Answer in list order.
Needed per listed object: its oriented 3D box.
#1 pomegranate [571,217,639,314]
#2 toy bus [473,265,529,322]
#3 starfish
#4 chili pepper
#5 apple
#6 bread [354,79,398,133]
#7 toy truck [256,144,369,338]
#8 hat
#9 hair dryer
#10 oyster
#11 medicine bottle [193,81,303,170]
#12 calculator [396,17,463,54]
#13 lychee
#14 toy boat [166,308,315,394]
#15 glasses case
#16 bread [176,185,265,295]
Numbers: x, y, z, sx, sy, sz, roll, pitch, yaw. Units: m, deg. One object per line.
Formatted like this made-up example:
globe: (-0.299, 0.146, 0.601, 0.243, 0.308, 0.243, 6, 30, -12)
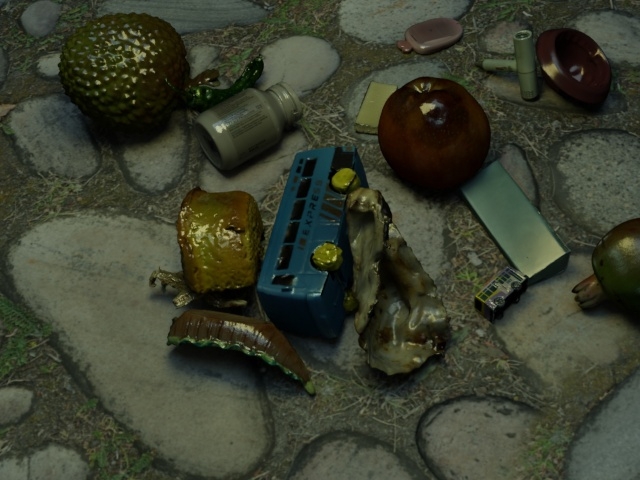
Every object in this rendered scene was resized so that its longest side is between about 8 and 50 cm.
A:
pomegranate: (0.549, 0.058, 1.648, 0.209, 0.180, 0.180, -34, 46, 26)
toy bus: (0.332, 0.096, 1.696, 0.102, 0.052, 0.058, -40, 59, -21)
starfish: (-0.222, 0.088, 1.740, 0.209, 0.053, 0.150, 20, 34, 33)
chili pepper: (-0.218, -0.326, 2.026, 0.065, 0.122, 0.279, 5, 22, 38)
apple: (0.230, -0.222, 1.853, 0.230, 0.230, 0.230, -3, 51, 4)
bread: (0.125, -0.296, 2.048, 0.068, 0.028, 0.154, 9, 52, 13)
toy truck: (0.000, 0.000, 1.749, 0.162, 0.161, 0.385, -2, 51, 19)
hat: (0.544, -0.373, 2.015, 0.205, 0.089, 0.205, 14, 57, -22)
hair dryer: (0.400, -0.403, 2.045, 0.044, 0.155, 0.183, -37, 42, -25)
oyster: (0.111, 0.069, 1.622, 0.133, 0.337, 0.198, -12, 1, 42)
medicine bottle: (-0.150, -0.253, 1.973, 0.215, 0.135, 0.135, -32, 55, -19)
calculator: (0.260, -0.486, 2.189, 0.166, 0.024, 0.103, -22, 53, -13)
lychee: (-0.409, -0.368, 2.018, 0.270, 0.270, 0.320, 32, 20, 27)
toy boat: (-0.135, 0.185, 1.648, 0.293, 0.108, 0.099, 16, 99, 14)
glasses case: (0.378, -0.032, 1.803, 0.105, 0.056, 0.266, -36, 53, 8)
bread: (-0.193, -0.023, 1.747, 0.160, 0.147, 0.260, -1, 29, 6)
